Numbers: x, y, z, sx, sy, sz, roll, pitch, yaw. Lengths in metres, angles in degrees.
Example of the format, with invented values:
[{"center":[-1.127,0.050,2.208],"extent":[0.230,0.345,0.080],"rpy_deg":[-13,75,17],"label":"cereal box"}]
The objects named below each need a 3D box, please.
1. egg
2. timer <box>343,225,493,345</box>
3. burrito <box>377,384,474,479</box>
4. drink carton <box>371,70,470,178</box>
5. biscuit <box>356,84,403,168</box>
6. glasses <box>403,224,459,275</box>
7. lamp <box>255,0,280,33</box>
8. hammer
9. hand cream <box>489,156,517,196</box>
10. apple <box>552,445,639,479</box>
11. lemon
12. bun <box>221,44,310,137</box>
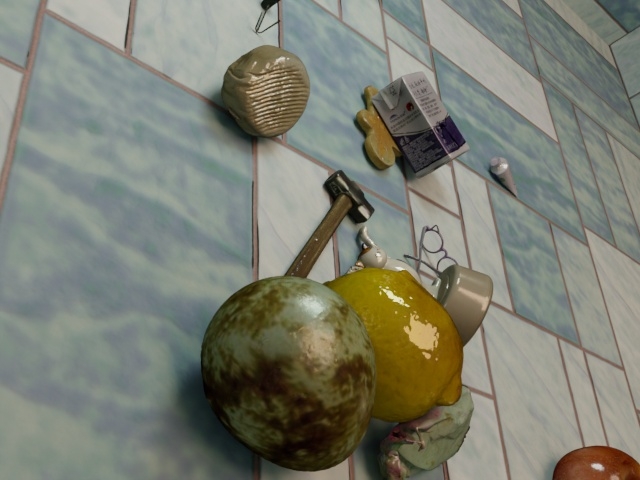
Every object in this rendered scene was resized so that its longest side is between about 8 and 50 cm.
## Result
[{"center":[-0.039,0.189,1.089],"extent":[0.238,0.238,0.289],"rpy_deg":[-50,129,-53],"label":"egg"},{"center":[0.175,0.085,1.514],"extent":[0.266,0.175,0.175],"rpy_deg":[28,42,-7],"label":"timer"},{"center":[0.174,0.335,1.334],"extent":[0.229,0.089,0.143],"rpy_deg":[-9,115,-52],"label":"burrito"},{"center":[0.230,-0.270,1.804],"extent":[0.134,0.102,0.222],"rpy_deg":[-31,91,-54],"label":"drink carton"},{"center":[0.137,-0.251,1.785],"extent":[0.153,0.030,0.234],"rpy_deg":[34,42,-29],"label":"biscuit"},{"center":[0.231,0.039,1.655],"extent":[0.104,0.063,0.139],"rpy_deg":[-16,76,-52],"label":"glasses"},{"center":[-0.113,-0.485,1.659],"extent":[0.041,0.054,0.121],"rpy_deg":[37,33,-27],"label":"lamp"},{"center":[0.000,0.000,1.440],"extent":[0.111,0.043,0.365],"rpy_deg":[50,39,-13],"label":"hammer"},{"center":[0.506,-0.184,2.160],"extent":[0.142,0.053,0.084],"rpy_deg":[39,38,-48],"label":"hand cream"},{"center":[0.587,0.519,1.627],"extent":[0.201,0.162,0.201],"rpy_deg":[31,44,-35],"label":"apple"},{"center":[0.107,0.170,1.273],"extent":[0.288,0.233,0.233],"rpy_deg":[38,36,7],"label":"lemon"},{"center":[-0.110,-0.278,1.445],"extent":[0.113,0.166,0.173],"rpy_deg":[28,7,39],"label":"bun"}]
